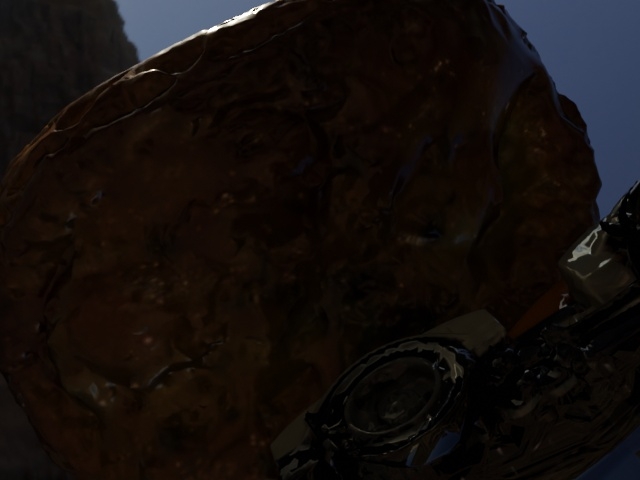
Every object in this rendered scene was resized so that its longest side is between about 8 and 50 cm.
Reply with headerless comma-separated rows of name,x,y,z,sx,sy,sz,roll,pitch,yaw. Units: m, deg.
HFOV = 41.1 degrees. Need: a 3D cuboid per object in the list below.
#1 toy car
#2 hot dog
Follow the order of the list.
toy car,0.116,0.085,0.383,0.301,0.193,0.118,-32,-154,0
hot dog,0.000,0.000,0.503,0.267,0.387,0.174,65,-13,-11
